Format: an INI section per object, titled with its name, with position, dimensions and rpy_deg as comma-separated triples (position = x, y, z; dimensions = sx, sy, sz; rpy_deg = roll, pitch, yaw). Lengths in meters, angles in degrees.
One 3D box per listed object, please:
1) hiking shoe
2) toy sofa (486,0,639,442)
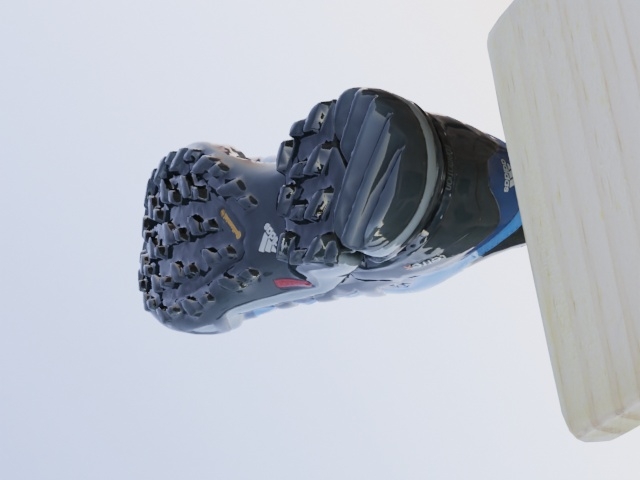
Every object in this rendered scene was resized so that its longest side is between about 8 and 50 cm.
[hiking shoe]
position = 0.000, 0.000, 0.805
dimensions = 0.132, 0.304, 0.113
rpy_deg = 10, -101, -31
[toy sofa]
position = 0.251, -0.033, 0.451
dimensions = 0.362, 0.177, 0.150
rpy_deg = 3, -116, -23
